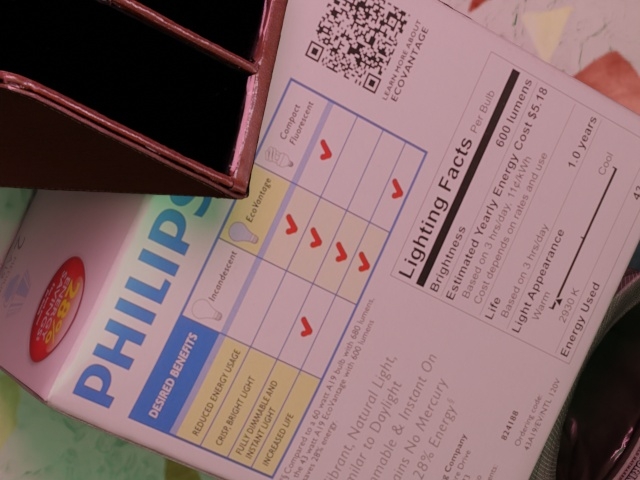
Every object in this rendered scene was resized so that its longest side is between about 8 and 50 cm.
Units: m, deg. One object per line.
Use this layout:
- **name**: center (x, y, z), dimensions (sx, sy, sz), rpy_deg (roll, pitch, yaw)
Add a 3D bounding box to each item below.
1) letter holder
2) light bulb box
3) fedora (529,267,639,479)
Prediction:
- **letter holder**: center (-0.207, -0.130, 1.174), dimensions (0.214, 0.302, 0.152), rpy_deg (23, 75, -49)
- **light bulb box**: center (0.000, 0.000, 1.381), dimensions (0.361, 0.225, 0.358), rpy_deg (27, 87, -26)
- **fedora**: center (0.206, 0.106, 1.528), dimensions (0.243, 0.124, 0.275), rpy_deg (-21, 128, -40)
